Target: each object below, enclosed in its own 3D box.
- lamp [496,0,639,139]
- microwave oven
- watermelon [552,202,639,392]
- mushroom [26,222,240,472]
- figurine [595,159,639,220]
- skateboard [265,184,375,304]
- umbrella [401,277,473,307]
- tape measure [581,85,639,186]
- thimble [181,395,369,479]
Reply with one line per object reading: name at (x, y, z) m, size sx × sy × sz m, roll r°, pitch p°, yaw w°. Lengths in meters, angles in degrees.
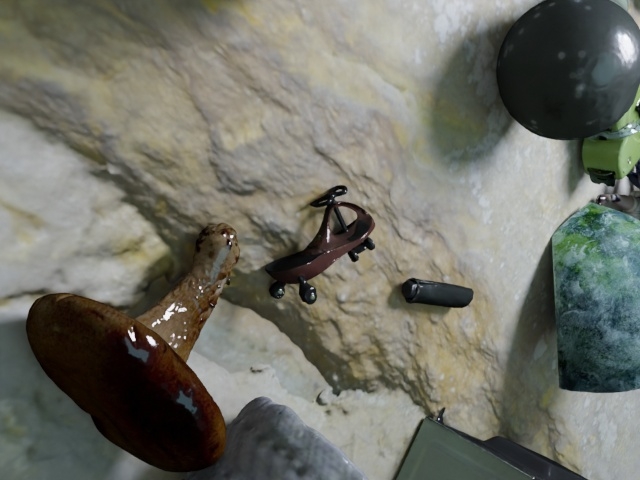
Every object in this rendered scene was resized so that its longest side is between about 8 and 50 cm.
lamp at (0.350, -0.251, 0.920) m, size 0.314 × 0.182 × 0.181 m, roll -44°, pitch 129°, yaw -45°
microwave oven at (0.272, 0.451, 1.006) m, size 0.355 × 0.218 × 0.286 m, roll 34°, pitch 82°, yaw -41°
watermelon at (0.474, 0.129, 1.107) m, size 0.320 × 0.213 × 0.289 m, roll 33°, pitch 82°, yaw 4°
mushroom at (-0.128, 0.083, 0.641) m, size 0.217 × 0.148 × 0.227 m, roll -54°, pitch 137°, yaw -36°
figurine at (0.609, -0.045, 1.183) m, size 0.265 × 0.197 × 0.175 m, roll -17°, pitch 126°, yaw -46°
skateboard at (0.000, 0.000, 0.759) m, size 0.151 × 0.067 × 0.080 m, roll -38°, pitch 114°, yaw -33°
umbrella at (0.157, 0.073, 0.924) m, size 0.133 × 0.031 × 0.036 m, roll 12°, pitch 93°, yaw -41°
tape measure at (0.479, -0.200, 1.079) m, size 0.177 × 0.087 × 0.154 m, roll -46°, pitch 126°, yaw -23°
thimble at (-0.030, 0.281, 0.684) m, size 0.217 × 0.245 × 0.157 m, roll 48°, pitch 70°, yaw -17°
